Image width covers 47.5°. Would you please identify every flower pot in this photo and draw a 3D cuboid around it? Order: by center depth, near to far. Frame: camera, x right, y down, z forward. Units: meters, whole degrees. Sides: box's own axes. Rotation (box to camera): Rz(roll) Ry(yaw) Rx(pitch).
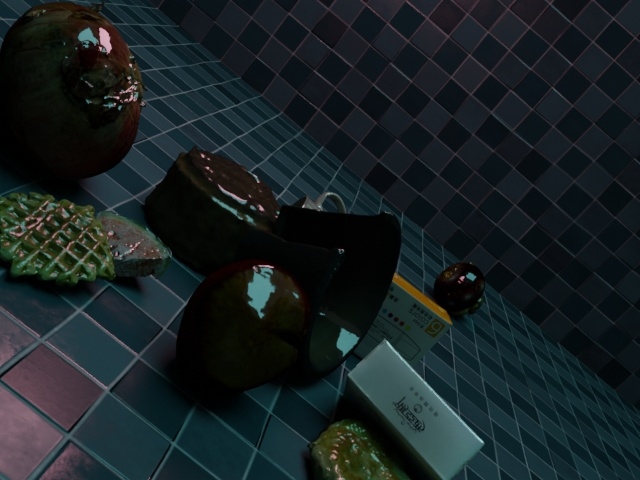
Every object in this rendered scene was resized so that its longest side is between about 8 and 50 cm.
[{"bbox_3d":[-0.025,0.079,1.533,0.251,0.379,0.379,24,10,23],"label":"flower pot"}]

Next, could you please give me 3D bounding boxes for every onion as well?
[{"bbox_3d":[-0.495,-0.303,1.449,0.353,0.354,0.354,37,17,-13],"label":"onion"}]

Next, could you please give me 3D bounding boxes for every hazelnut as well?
[{"bbox_3d":[-0.141,0.149,1.255,0.217,0.251,0.217,33,-24,17],"label":"hazelnut"}]

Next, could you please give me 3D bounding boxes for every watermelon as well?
[{"bbox_3d":[-0.377,0.024,1.357,0.187,0.071,0.139,32,33,18],"label":"watermelon"}]

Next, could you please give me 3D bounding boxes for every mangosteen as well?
[{"bbox_3d":[0.526,0.192,2.691,0.217,0.192,0.192,57,12,-19],"label":"mangosteen"}]

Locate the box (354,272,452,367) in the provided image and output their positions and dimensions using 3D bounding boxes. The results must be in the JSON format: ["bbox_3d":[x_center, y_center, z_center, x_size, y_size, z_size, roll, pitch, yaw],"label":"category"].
[{"bbox_3d":[0.158,0.194,1.805,0.274,0.221,0.091,35,15,-14],"label":"box"}]

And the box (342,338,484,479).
[{"bbox_3d":[0.176,0.357,1.464,0.274,0.116,0.203,46,-16,18],"label":"box"}]

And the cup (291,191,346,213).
[{"bbox_3d":[0.000,0.000,1.920,0.234,0.258,0.186,43,-23,-14],"label":"cup"}]

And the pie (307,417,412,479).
[{"bbox_3d":[0.118,0.466,1.286,0.296,0.078,0.371,17,27,-54],"label":"pie"}]

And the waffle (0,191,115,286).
[{"bbox_3d":[-0.449,-0.003,1.233,0.207,0.054,0.214,3,42,-41],"label":"waffle"}]

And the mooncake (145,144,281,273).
[{"bbox_3d":[-0.229,-0.066,1.683,0.324,0.187,0.324,36,16,-12],"label":"mooncake"}]
